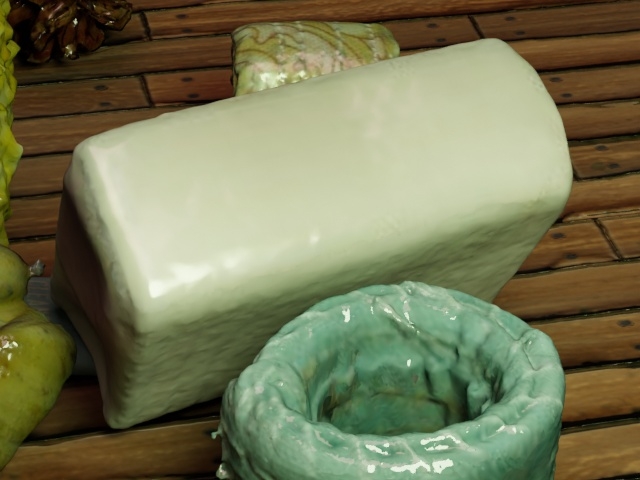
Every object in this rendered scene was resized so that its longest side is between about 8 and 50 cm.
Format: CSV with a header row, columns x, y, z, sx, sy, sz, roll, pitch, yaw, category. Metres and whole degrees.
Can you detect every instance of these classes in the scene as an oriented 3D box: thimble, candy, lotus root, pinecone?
x,y,z,sx,sy,sz,roll,pitch,yaw,category
0.044,0.136,1.208,0.235,0.143,0.198,-4,35,-10,thimble
-0.010,-0.005,1.310,0.358,0.208,0.145,-15,63,-24,candy
-0.273,0.074,1.254,0.183,0.078,0.203,25,68,12,lotus root
-0.264,-0.264,1.708,0.221,0.221,0.221,2,35,-1,pinecone
-0.006,-0.124,1.578,0.143,0.137,0.190,-1,10,-3,thimble

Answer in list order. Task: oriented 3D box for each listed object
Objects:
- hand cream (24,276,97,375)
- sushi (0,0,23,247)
x,y,z,sx,sy,sz,roll,pitch,yaw,category
-0.237,0.064,1.359,0.312,0.070,0.111,-2,41,-12,hand cream
-0.424,-0.139,1.382,0.396,0.351,0.240,1,35,-6,sushi
